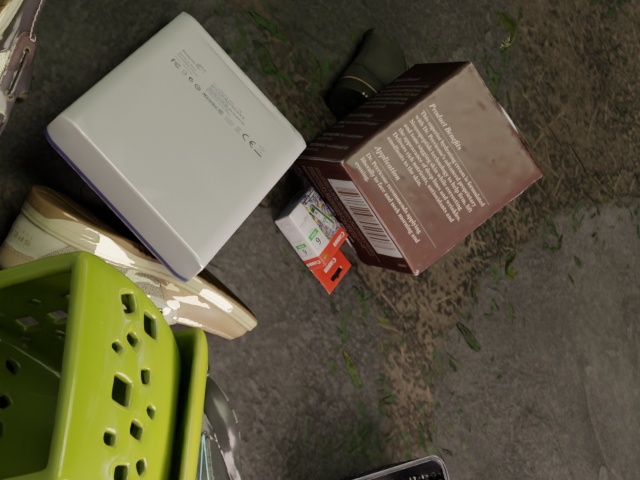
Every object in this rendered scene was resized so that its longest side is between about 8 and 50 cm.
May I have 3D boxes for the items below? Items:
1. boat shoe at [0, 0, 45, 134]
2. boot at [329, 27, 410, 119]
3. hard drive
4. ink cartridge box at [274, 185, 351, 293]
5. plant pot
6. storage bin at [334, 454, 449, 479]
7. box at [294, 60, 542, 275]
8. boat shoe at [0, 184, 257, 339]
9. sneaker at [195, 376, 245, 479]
[{"bbox_3d":[-0.335,-0.166,1.807,0.092,0.103,0.285,43,53,-34],"label":"boat shoe"},{"bbox_3d":[0.107,-0.167,2.278,0.198,0.077,0.137,48,42,-24],"label":"boot"},{"bbox_3d":[-0.146,-0.109,1.935,0.210,0.040,0.318,47,32,-7],"label":"hard drive"},{"bbox_3d":[0.000,0.000,2.135,0.115,0.029,0.063,54,45,-17],"label":"ink cartridge box"},{"bbox_3d":[-0.237,0.164,1.699,0.207,0.228,0.227,29,56,-43],"label":"plant pot"},{"bbox_3d":[0.068,0.323,2.050,0.180,0.084,0.122,-9,83,-46],"label":"storage bin"},{"bbox_3d":[0.112,-0.087,2.124,0.203,0.167,0.168,-37,105,-14],"label":"box"},{"bbox_3d":[-0.199,0.046,1.876,0.302,0.109,0.098,28,97,-37],"label":"boat shoe"},{"bbox_3d":[-0.120,0.278,1.887,0.106,0.101,0.267,-22,93,-25],"label":"sneaker"}]
